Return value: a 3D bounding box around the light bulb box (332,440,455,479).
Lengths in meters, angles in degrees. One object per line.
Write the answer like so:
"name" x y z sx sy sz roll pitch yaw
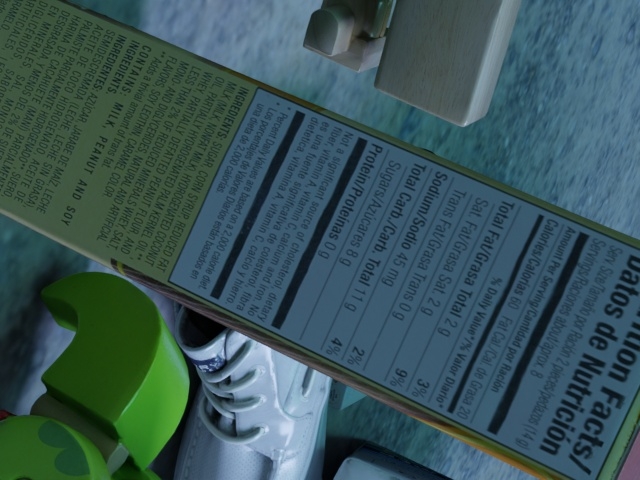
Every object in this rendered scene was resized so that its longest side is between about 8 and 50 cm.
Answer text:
"light bulb box" 0.137 0.302 1.095 0.361 0.358 0.225 60 55 -85

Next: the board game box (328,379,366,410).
"board game box" 0.051 0.049 1.192 0.154 0.026 0.103 -21 131 -60

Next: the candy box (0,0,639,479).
"candy box" 0.000 0.000 0.656 0.087 0.316 0.183 -66 158 -1

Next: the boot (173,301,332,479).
"boot" -0.048 0.070 0.936 0.123 0.095 0.258 18 89 -59

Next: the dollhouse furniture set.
"dollhouse furniture set" 0.049 -0.159 0.829 0.123 0.151 0.144 -28 138 -57

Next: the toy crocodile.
"toy crocodile" -0.162 0.171 0.762 0.340 0.105 0.115 -59 157 -7
